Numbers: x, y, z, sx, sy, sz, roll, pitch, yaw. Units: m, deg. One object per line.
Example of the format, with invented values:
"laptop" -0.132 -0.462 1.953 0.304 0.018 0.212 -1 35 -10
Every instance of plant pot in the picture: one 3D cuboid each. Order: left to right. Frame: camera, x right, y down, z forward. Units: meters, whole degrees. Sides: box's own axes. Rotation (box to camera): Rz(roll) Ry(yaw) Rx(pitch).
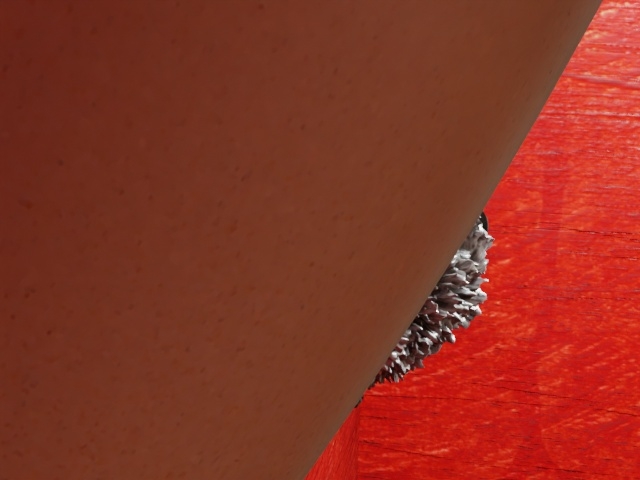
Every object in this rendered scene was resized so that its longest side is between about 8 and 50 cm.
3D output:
"plant pot" -0.085 -0.004 0.415 0.256 0.256 0.274 31 79 -83

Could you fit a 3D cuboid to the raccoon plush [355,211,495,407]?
"raccoon plush" 0.000 0.000 1.287 0.299 0.216 0.446 72 21 -52
